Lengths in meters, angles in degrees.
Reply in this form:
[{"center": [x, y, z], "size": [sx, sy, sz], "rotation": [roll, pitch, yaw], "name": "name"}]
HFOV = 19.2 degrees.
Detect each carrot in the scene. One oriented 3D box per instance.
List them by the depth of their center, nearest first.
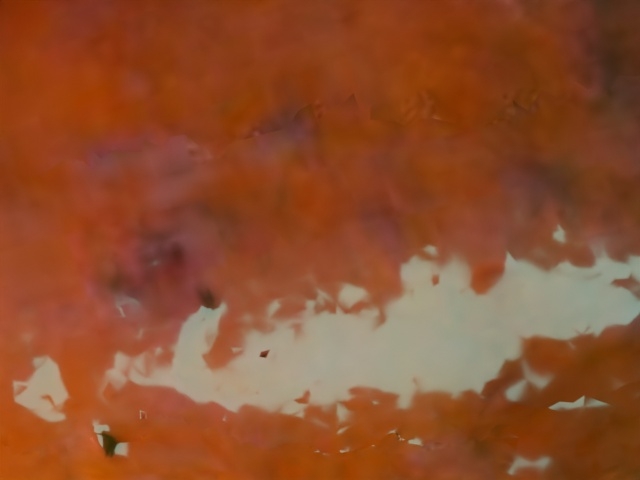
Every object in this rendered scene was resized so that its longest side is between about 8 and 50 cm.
[{"center": [0.000, 0.000, 0.558], "size": [0.341, 0.224, 0.224], "rotation": [-10, 126, -6], "name": "carrot"}]
